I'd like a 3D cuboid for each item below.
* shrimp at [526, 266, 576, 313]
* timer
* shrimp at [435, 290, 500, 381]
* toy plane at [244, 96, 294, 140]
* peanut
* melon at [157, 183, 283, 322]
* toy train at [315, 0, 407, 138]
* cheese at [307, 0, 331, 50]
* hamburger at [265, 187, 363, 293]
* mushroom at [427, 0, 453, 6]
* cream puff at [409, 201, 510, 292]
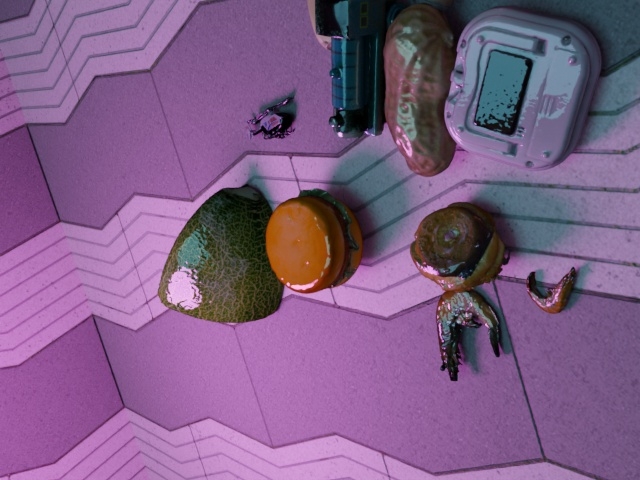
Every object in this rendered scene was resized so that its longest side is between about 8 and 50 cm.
[{"bbox_3d":[0.431,0.081,1.396,0.091,0.025,0.127,49,140,23],"label":"shrimp"},{"bbox_3d":[0.333,-0.251,1.269,0.237,0.087,0.262,20,122,21],"label":"timer"},{"bbox_3d":[0.308,0.204,1.575,0.150,0.051,0.217,11,111,38],"label":"shrimp"},{"bbox_3d":[-0.126,-0.283,1.841,0.197,0.053,0.078,-17,86,49],"label":"toy plane"},{"bbox_3d":[0.196,-0.278,1.412,0.153,0.140,0.325,2,112,27],"label":"peanut"},{"bbox_3d":[-0.251,0.031,2.013,0.331,0.226,0.343,11,124,1],"label":"melon"},{"bbox_3d":[0.079,-0.344,1.466,0.120,0.194,0.298,22,123,40],"label":"toy train"},{"bbox_3d":[0.003,-0.535,1.576,0.127,0.054,0.251,-30,84,47],"label":"cheese"},{"bbox_3d":[0.000,0.002,1.732,0.246,0.170,0.246,7,100,41],"label":"hamburger"},{"bbox_3d":[0.208,-0.526,1.207,0.314,0.314,0.336,57,160,13],"label":"mushroom"},{"bbox_3d":[0.275,0.017,1.455,0.189,0.129,0.189,-15,61,29],"label":"cream puff"}]
